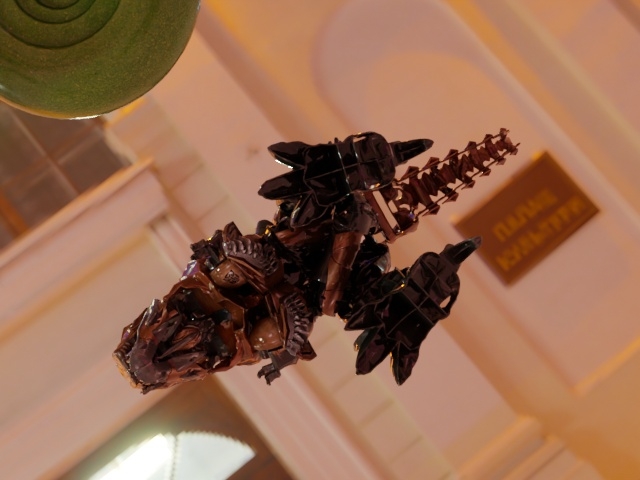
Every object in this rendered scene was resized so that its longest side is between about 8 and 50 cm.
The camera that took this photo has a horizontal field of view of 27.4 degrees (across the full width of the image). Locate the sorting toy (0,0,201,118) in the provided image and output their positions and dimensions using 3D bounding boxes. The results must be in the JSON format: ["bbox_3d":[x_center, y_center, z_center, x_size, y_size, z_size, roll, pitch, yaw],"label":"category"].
[{"bbox_3d":[-0.145,-0.108,0.558,0.365,0.127,0.126,-24,-1,7],"label":"sorting toy"}]

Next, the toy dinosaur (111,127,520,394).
[{"bbox_3d":[0.000,0.000,0.938,0.322,0.164,0.218,-53,10,-14],"label":"toy dinosaur"}]
